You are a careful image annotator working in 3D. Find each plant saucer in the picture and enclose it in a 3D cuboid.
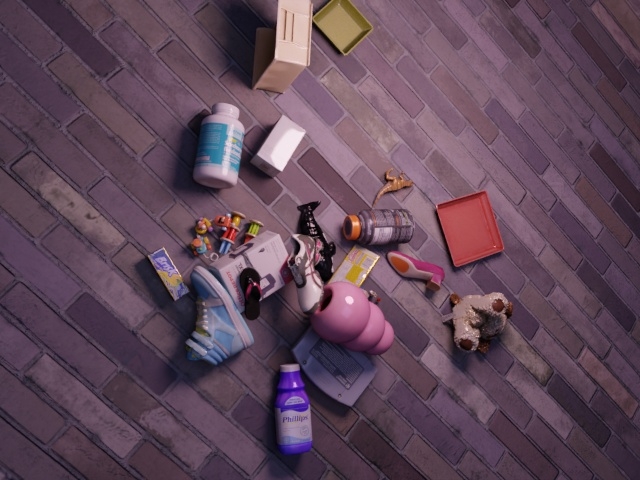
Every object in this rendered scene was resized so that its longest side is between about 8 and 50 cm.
[{"bbox_3d":[0.592,-0.049,2.203,0.259,0.048,0.258,-17,89,-22],"label":"plant saucer"},{"bbox_3d":[0.081,-0.826,2.113,0.188,0.045,0.188,45,70,-10],"label":"plant saucer"}]

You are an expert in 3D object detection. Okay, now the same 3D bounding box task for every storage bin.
[{"bbox_3d":[-0.134,-0.678,1.889,0.123,0.262,0.260,6,80,-22],"label":"storage bin"}]

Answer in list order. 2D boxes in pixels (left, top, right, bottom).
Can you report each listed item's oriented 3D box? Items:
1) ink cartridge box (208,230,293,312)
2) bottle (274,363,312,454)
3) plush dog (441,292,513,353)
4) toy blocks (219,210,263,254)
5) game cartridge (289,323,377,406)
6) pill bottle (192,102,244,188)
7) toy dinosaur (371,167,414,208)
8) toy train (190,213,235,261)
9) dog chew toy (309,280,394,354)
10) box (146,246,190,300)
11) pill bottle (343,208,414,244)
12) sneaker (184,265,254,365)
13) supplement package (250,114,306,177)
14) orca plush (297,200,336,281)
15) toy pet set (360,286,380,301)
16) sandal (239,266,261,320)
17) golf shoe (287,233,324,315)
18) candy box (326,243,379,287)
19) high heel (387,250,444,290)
[{"bbox_3d":[-0.220,0.101,1.804,0.237,0.100,0.172,-32,114,-23],"label":"ink cartridge box"},{"bbox_3d":[-0.093,0.554,1.816,0.118,0.092,0.283,-1,83,-18],"label":"bottle"},{"bbox_3d":[0.621,0.304,2.117,0.225,0.210,0.262,30,100,-30],"label":"plush dog"},{"bbox_3d":[-0.271,-0.009,1.849,0.123,0.054,0.148,25,74,-17],"label":"toy blocks"},{"bbox_3d":[0.041,0.426,1.912,0.297,0.062,0.198,46,73,-10],"label":"game cartridge"},{"bbox_3d":[-0.332,-0.314,1.819,0.146,0.146,0.264,10,79,-20],"label":"pill bottle"},{"bbox_3d":[0.273,-0.214,2.091,0.211,0.064,0.112,-23,92,-23],"label":"toy dinosaur"},{"bbox_3d":[-0.359,-0.021,1.793,0.125,0.046,0.166,15,77,13],"label":"toy train"},{"bbox_3d":[0.120,0.279,1.846,0.332,0.206,0.207,37,70,-29],"label":"dog chew toy"},{"bbox_3d":[-0.485,0.107,1.747,0.059,0.054,0.169,-32,94,-23],"label":"box"},{"bbox_3d":[0.208,-0.050,2.005,0.245,0.130,0.130,-1,83,-22],"label":"pill bottle"},{"bbox_3d":[-0.366,0.255,1.720,0.208,0.127,0.319,-35,103,-22],"label":"sneaker"},{"bbox_3d":[-0.148,-0.327,1.917,0.105,0.105,0.179,34,72,-14],"label":"supplement package"},{"bbox_3d":[0.000,0.000,1.929,0.151,0.102,0.287,3,81,-21],"label":"orca plush"},{"bbox_3d":[0.144,0.220,1.991,0.122,0.065,0.114,-51,136,-17],"label":"toy pet set"},{"bbox_3d":[-0.213,0.171,1.736,0.067,0.040,0.179,-13,107,-29],"label":"sandal"},{"bbox_3d":[-0.060,0.109,1.793,0.120,0.105,0.273,22,55,-40],"label":"golf shoe"},{"bbox_3d":[0.116,0.116,1.974,0.105,0.027,0.206,28,69,22],"label":"candy box"},{"bbox_3d":[0.367,0.090,2.093,0.244,0.082,0.117,28,40,-2],"label":"high heel"}]
